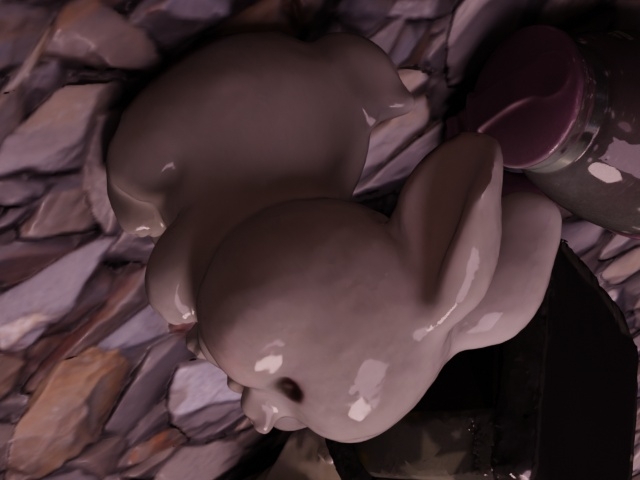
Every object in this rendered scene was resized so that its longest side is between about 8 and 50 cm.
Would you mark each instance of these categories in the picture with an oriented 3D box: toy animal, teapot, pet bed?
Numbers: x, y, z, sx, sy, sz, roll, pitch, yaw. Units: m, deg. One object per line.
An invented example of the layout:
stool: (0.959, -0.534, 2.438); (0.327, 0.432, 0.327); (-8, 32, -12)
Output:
toy animal: (0.001, -0.008, 0.902); (0.178, 0.193, 0.127); (-43, 151, -4)
teapot: (0.143, -0.069, 1.063); (0.146, 0.148, 0.116); (14, 89, -40)
pet bed: (0.088, 0.096, 1.144); (0.159, 0.183, 0.211); (-1, 159, 26)

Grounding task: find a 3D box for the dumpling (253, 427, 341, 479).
dumpling: (0.027, 0.229, 1.254); (0.147, 0.193, 0.258); (-20, 150, -17)
